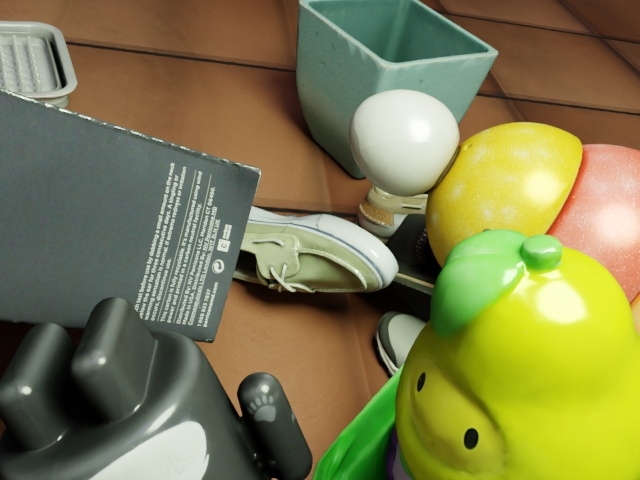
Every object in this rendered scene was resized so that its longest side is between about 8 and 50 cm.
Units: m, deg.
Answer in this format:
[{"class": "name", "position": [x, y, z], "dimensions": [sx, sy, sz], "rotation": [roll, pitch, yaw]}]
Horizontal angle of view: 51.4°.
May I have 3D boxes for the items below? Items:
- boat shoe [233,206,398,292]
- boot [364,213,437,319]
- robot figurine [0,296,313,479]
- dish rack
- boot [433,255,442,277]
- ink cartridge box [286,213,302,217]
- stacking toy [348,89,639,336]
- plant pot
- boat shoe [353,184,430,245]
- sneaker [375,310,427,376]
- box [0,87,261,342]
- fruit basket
[{"class": "boat shoe", "position": [-0.042, 0.026, 0.864], "dimensions": [0.302, 0.109, 0.094], "rotation": [11, 49, 38]}, {"class": "boot", "position": [0.138, 0.022, 0.876], "dimensions": [0.137, 0.077, 0.198], "rotation": [-49, 34, -17]}, {"class": "robot figurine", "position": [-0.139, 0.184, 0.535], "dimensions": [0.209, 0.278, 0.173], "rotation": [-2, 32, 38]}, {"class": "dish rack", "position": [-0.597, -0.284, 1.121], "dimensions": [0.333, 0.072, 0.285], "rotation": [-7, 43, -25]}, {"class": "boot", "position": [0.279, 0.006, 1.017], "dimensions": [0.246, 0.094, 0.207], "rotation": [19, 42, -5]}, {"class": "ink cartridge box", "position": [0.000, 0.000, 0.993], "dimensions": [0.115, 0.029, 0.063], "rotation": [12, 38, -2]}, {"class": "stacking toy", "position": [0.239, -0.013, 0.762], "dimensions": [0.480, 0.350, 0.350], "rotation": [30, 39, -1]}, {"class": "plant pot", "position": [0.104, -0.257, 1.160], "dimensions": [0.247, 0.252, 0.248], "rotation": [-17, 48, -32]}, {"class": "boat shoe", "position": [0.172, -0.083, 1.087], "dimensions": [0.113, 0.103, 0.302], "rotation": [32, 41, 22]}, {"class": "sneaker", "position": [0.181, 0.159, 0.792], "dimensions": [0.100, 0.108, 0.271], "rotation": [-25, 47, -37]}, {"class": "box", "position": [-0.295, -0.044, 0.655], "dimensions": [0.312, 0.179, 0.343], "rotation": [16, 1, -41]}, {"class": "fruit basket", "position": [0.142, 0.180, 0.478], "dimensions": [0.283, 0.392, 0.392], "rotation": [-48, 60, -1]}]
